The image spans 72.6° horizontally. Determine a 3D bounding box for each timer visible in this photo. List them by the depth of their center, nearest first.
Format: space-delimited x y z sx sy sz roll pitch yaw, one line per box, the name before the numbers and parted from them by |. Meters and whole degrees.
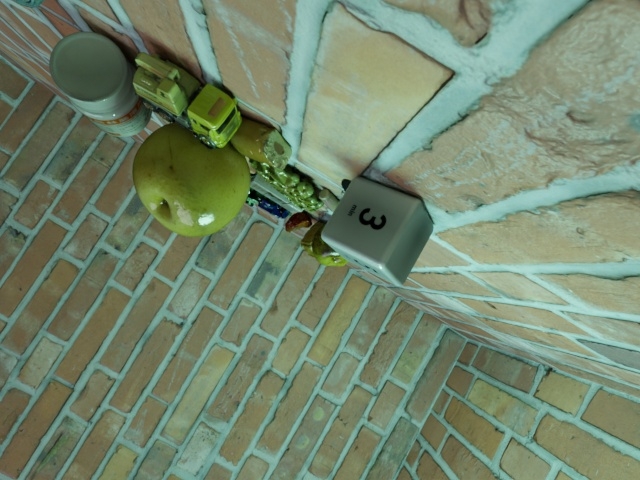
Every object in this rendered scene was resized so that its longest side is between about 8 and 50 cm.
timer | 0.151 -0.022 1.126 0.195 0.192 0.194 27 172 31

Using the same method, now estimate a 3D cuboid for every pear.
pear | -0.374 -0.187 1.289 0.348 0.348 0.348 30 174 4
pear | 0.058 0.009 1.868 0.197 0.197 0.197 30 174 4

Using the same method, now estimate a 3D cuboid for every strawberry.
strawberry | -0.109 -0.095 2.129 0.140 0.085 0.192 -15 173 11

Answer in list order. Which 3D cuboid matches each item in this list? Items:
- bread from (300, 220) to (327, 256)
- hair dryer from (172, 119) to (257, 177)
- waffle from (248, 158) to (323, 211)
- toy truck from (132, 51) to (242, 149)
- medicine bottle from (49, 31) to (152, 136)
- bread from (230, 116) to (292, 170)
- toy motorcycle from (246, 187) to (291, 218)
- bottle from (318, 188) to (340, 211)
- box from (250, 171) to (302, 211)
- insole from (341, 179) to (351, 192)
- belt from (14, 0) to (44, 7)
bread | 0.000 0.000 2.071 0.121 0.174 0.245 31 170 -21
hair dryer | -0.399 -0.294 1.552 0.359 0.304 0.120 13 139 -14
waffle | -0.126 -0.201 1.535 0.317 0.073 0.297 32 173 5
toy truck | -0.338 -0.358 1.086 0.272 0.124 0.157 32 168 3
medicine bottle | -0.646 -0.455 1.320 0.211 0.211 0.371 32 174 -10
bread | -0.171 -0.265 1.195 0.173 0.085 0.134 26 172 32
toy motorcycle | -0.257 -0.192 2.037 0.331 0.125 0.196 30 173 -32
bottle | 0.031 -0.135 1.467 0.045 0.045 0.096 25 170 38
box | -0.178 -0.200 1.804 0.233 0.067 0.149 32 174 -17
insole | 0.133 -0.113 1.344 0.109 0.007 0.322 29 174 28
belt | -0.669 -0.591 0.954 0.163 0.082 0.147 35 163 -9
